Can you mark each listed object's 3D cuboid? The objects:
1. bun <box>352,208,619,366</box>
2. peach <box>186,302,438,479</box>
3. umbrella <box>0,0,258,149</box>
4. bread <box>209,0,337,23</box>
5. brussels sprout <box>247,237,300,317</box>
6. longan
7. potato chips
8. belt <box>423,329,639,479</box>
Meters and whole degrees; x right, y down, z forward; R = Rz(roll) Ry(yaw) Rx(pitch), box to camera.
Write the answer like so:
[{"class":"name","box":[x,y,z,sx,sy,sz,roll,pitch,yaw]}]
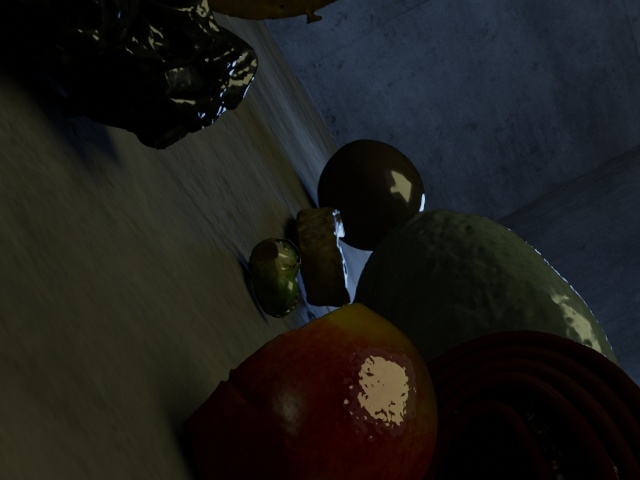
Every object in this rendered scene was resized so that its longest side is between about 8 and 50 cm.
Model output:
[{"class":"bun","box":[0.159,0.142,1.197,0.362,0.211,0.362,54,-17,25]},{"class":"peach","box":[0.002,0.104,0.608,0.151,0.151,0.118,59,-6,-29]},{"class":"umbrella","box":[-0.137,-0.156,0.610,0.154,0.128,0.336,67,10,27]},{"class":"bread","box":[-0.083,-0.484,1.470,0.398,0.398,0.215,56,14,-47]},{"class":"brussels sprout","box":[-0.039,0.028,0.975,0.051,0.046,0.083,52,10,-25]},{"class":"longan","box":[0.085,-0.074,1.896,0.198,0.198,0.212,61,10,-8]},{"class":"potato chips","box":[0.000,0.000,1.405,0.407,0.057,0.080,-89,164,-79]},{"class":"belt","box":[0.130,0.219,0.704,0.115,0.227,0.324,56,27,-44]}]
